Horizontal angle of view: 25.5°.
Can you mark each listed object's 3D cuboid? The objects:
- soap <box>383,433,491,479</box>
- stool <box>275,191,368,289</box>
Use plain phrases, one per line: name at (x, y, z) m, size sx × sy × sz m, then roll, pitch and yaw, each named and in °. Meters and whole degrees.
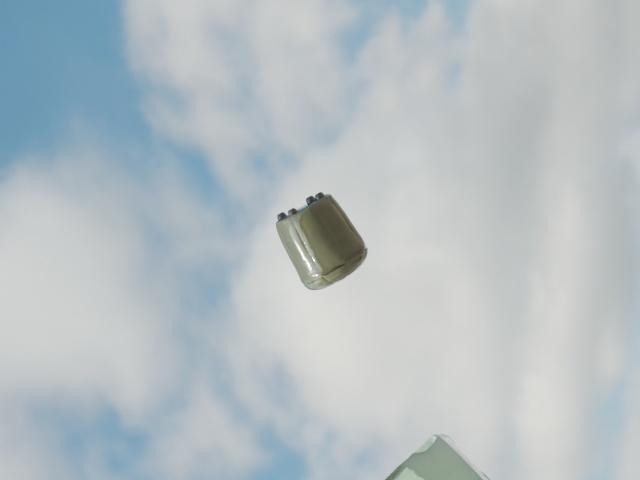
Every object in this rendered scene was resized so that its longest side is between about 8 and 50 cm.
soap at (0.076, 0.318, 1.536) m, size 0.230 × 0.091 × 0.145 m, roll -45°, pitch -12°, yaw 2°
stool at (0.000, 0.000, 1.774) m, size 0.110 × 0.096 × 0.096 m, roll 60°, pitch -144°, yaw -3°
